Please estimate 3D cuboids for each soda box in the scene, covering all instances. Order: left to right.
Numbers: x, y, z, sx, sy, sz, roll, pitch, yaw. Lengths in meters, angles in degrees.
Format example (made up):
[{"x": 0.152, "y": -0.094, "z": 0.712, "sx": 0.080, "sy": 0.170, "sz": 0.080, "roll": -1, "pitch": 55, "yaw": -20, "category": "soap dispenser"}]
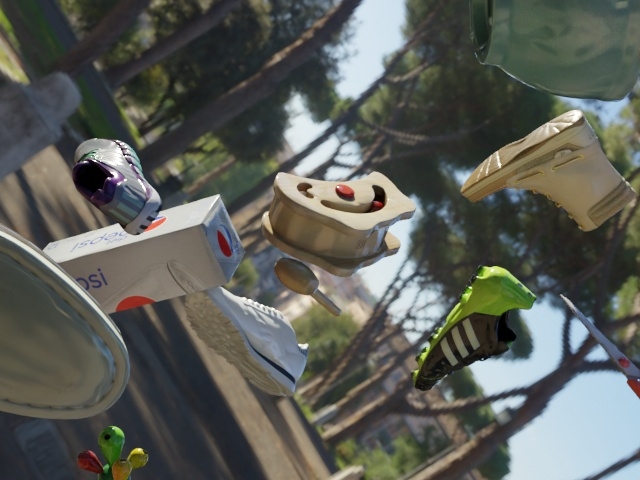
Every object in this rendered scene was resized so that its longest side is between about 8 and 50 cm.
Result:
[{"x": -0.255, "y": 0.031, "z": 1.350, "sx": 0.091, "sy": 0.286, "sz": 0.098, "roll": -68, "pitch": 139, "yaw": -60, "category": "soda box"}]

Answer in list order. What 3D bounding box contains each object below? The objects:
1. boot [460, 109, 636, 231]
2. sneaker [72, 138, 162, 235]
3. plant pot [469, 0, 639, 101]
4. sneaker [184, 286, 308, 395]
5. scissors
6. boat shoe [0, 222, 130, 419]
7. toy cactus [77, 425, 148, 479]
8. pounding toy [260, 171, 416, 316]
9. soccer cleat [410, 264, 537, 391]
[{"x": 0.405, "y": -0.090, "z": 1.757, "sx": 0.203, "sy": 0.262, "sz": 0.095, "roll": 49, "pitch": 30, "yaw": -17, "category": "boot"}, {"x": -0.284, "y": -0.093, "z": 1.263, "sx": 0.098, "sy": 0.083, "sz": 0.224, "roll": 36, "pitch": 3, "yaw": -43, "category": "sneaker"}, {"x": 0.317, "y": -0.336, "z": 1.369, "sx": 0.293, "sy": 0.196, "sz": 0.293, "roll": 177, "pitch": -90, "yaw": -89, "category": "plant pot"}, {"x": -0.103, "y": 0.126, "z": 1.411, "sx": 0.090, "sy": 0.094, "sz": 0.235, "roll": -1, "pitch": -41, "yaw": 42, "category": "sneaker"}, {"x": 0.453, "y": 0.199, "z": 1.438, "sx": 0.297, "sy": 0.109, "sz": 0.021, "roll": 39, "pitch": -34, "yaw": 9, "category": "scissors"}, {"x": -0.193, "y": 0.010, "z": 0.477, "sx": 0.228, "sy": 0.081, "sz": 0.068, "roll": 31, "pitch": 9, "yaw": -12, "category": "boat shoe"}, {"x": -0.222, "y": 0.324, "z": 1.096, "sx": 0.180, "sy": 0.112, "sz": 0.219, "roll": -30, "pitch": -92, "yaw": 52, "category": "toy cactus"}, {"x": 0.000, "y": 0.000, "z": 1.354, "sx": 0.154, "sy": 0.154, "sz": 0.269, "roll": 34, "pitch": 31, "yaw": 24, "category": "pounding toy"}, {"x": 0.152, "y": 0.103, "z": 0.998, "sx": 0.072, "sy": 0.179, "sz": 0.060, "roll": 35, "pitch": 37, "yaw": 9, "category": "soccer cleat"}]
